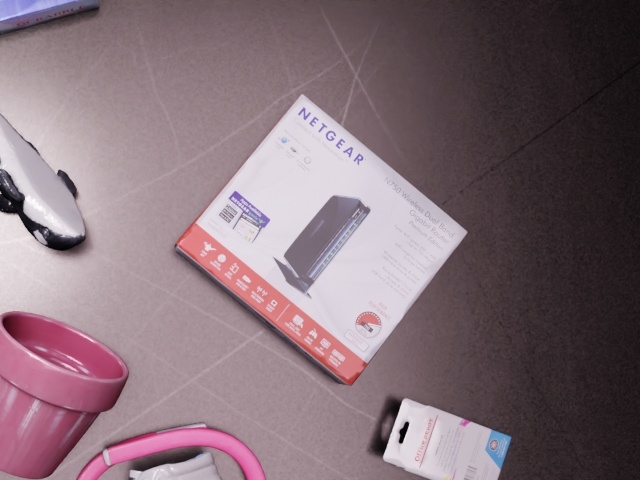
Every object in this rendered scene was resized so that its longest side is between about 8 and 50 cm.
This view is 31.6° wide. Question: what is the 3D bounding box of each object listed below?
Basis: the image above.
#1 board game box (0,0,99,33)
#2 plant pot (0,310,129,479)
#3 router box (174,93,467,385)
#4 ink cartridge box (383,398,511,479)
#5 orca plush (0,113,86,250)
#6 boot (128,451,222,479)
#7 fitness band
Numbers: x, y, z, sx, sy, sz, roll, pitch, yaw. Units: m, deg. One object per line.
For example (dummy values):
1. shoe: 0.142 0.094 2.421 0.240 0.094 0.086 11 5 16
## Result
1. board game box: -0.528 -0.460 1.671 0.318 0.066 0.318 -19 88 -11
2. plant pot: -0.394 0.223 1.577 0.201 0.201 0.180 26 96 -7
3. router box: 0.000 0.000 1.716 0.335 0.082 0.301 39 79 -5
4. ink cartridge box: 0.186 0.317 1.731 0.181 0.061 0.104 22 81 -8
5. orca plush: -0.460 -0.085 1.634 0.102 0.151 0.287 -42 97 20
6. boot: -0.256 0.384 1.587 0.258 0.095 0.123 -17 85 -19
7. fitness band: -0.221 0.385 1.655 0.290 0.054 0.209 -12 87 -10
